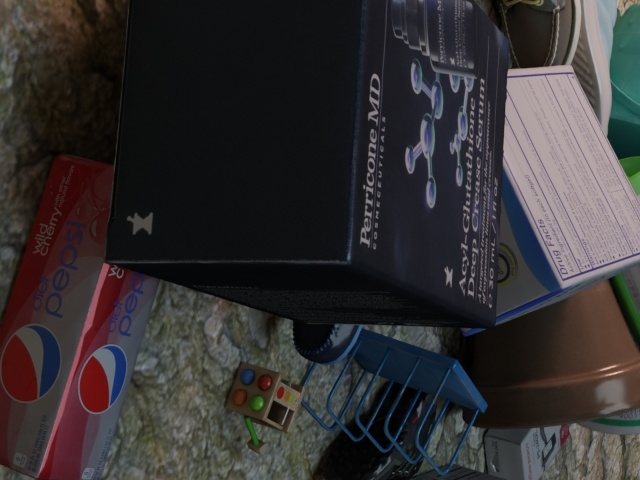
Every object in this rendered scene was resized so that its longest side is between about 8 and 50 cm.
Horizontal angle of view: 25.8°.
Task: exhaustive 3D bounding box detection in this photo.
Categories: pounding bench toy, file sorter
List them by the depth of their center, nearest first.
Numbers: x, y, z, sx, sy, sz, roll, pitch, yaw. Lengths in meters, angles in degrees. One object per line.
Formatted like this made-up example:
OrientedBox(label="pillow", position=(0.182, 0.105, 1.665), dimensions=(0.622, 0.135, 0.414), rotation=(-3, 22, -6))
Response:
OrientedBox(label="pounding bench toy", position=(-0.065, 0.179, 1.469), dimensions=(0.065, 0.052, 0.083), rotation=(38, 69, -55))
OrientedBox(label="file sorter", position=(0.079, 0.180, 1.587), dimensions=(0.104, 0.170, 0.118), rotation=(-60, 144, -19))

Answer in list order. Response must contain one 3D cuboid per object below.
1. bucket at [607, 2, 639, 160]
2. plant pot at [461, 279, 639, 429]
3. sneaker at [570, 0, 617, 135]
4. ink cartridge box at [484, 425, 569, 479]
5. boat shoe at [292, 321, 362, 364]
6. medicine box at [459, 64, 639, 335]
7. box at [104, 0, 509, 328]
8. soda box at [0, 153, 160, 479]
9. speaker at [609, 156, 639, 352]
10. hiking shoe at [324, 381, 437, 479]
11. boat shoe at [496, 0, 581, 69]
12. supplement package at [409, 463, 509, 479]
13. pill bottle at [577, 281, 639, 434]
OrientedBox(label="bucket", position=(0.516, -0.203, 2.045), dimensions=(0.281, 0.281, 0.183), rotation=(38, 74, -55))
OrientedBox(label="plant pot", position=(0.303, 0.116, 1.879), dimensions=(0.263, 0.263, 0.229), rotation=(-11, 91, -55))
OrientedBox(label="sneaker", position=(0.350, -0.264, 1.882), dimensions=(0.150, 0.135, 0.366), rotation=(-34, 129, -43))
OrientedBox(label="ink cartridge box", position=(0.308, 0.290, 2.078), dimensions=(0.150, 0.063, 0.109), rotation=(-46, 136, -40))
OrientedBox(label="boat shoe", position=(0.000, 0.000, 1.486), dimensions=(0.089, 0.109, 0.258), rotation=(30, 59, -50))
OrientedBox(label="medicine box", position=(0.236, -0.055, 1.650), dimensions=(0.289, 0.149, 0.263), rotation=(-13, 76, -53))
OrientedBox(label="box", position=(0.010, -0.091, 1.219), dimensions=(0.395, 0.212, 0.294), rotation=(23, 69, -65))
OrientedBox(label="soda box", position=(-0.204, 0.066, 1.174), dimensions=(0.083, 0.092, 0.263), rotation=(22, 82, -58))
OrientedBox(label="speaker", position=(0.453, 0.040, 1.906), dimensions=(0.131, 0.131, 0.296), rotation=(-40, 110, -44))
OrientedBox(label="hiking shoe", position=(0.086, 0.264, 1.702), dimensions=(0.227, 0.086, 0.114), rotation=(-42, 131, -44))
OrientedBox(label="boat shoe", position=(0.257, -0.340, 1.739), dimensions=(0.091, 0.109, 0.305), rotation=(-25, 115, -51))
OrientedBox(label="supplement package", position=(0.158, 0.426, 1.818), dimensions=(0.262, 0.145, 0.204), rotation=(-4, 104, -56))
OrientedBox(label="pill bottle", position=(0.453, 0.090, 2.101), dimensions=(0.204, 0.204, 0.361), rotation=(-31, 126, -49))
